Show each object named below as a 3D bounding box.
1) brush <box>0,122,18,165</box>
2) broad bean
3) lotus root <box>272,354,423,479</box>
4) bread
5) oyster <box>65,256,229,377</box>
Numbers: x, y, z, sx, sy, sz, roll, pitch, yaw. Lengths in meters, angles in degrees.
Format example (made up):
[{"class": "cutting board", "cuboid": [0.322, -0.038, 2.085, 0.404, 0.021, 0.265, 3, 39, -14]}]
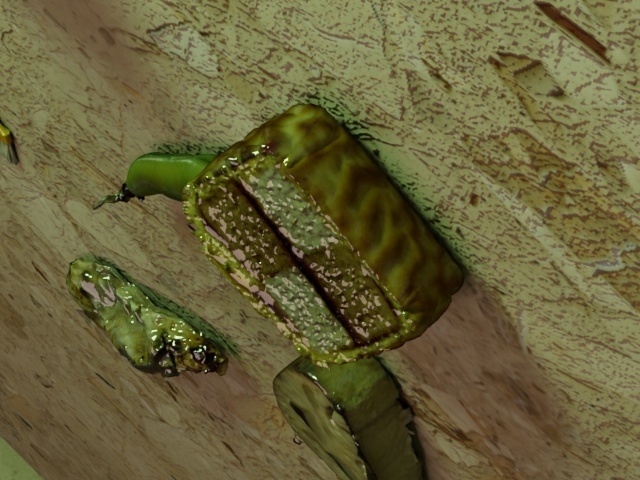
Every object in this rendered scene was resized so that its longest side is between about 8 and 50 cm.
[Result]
[{"class": "brush", "cuboid": [-0.420, -0.195, 1.746, 0.103, 0.013, 0.272, 38, 154, 18]}, {"class": "broad bean", "cuboid": [-0.126, -0.053, 1.427, 0.325, 0.067, 0.075, 12, 106, 55]}, {"class": "lotus root", "cuboid": [0.029, 0.199, 1.531, 0.170, 0.074, 0.260, 31, 152, 34]}, {"class": "bread", "cuboid": [0.000, 0.000, 1.222, 0.222, 0.096, 0.181, 50, 142, -6]}, {"class": "oyster", "cuboid": [-0.230, 0.106, 1.828, 0.345, 0.079, 0.128, 24, 139, 46]}]
